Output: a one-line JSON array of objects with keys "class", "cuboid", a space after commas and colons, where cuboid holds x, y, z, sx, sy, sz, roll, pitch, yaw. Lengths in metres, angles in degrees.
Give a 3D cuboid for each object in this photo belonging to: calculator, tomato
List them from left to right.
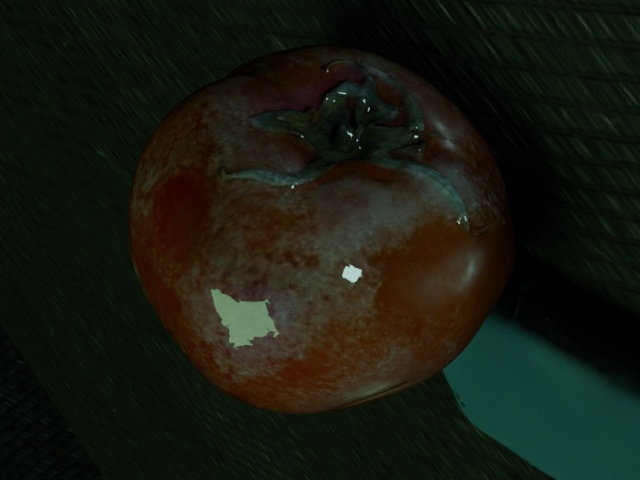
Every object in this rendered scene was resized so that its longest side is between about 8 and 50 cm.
[{"class": "tomato", "cuboid": [-0.003, 0.002, 1.011, 0.232, 0.232, 0.188, 40, 144, 27]}, {"class": "calculator", "cuboid": [0.165, 0.103, 1.080, 0.293, 0.051, 0.173, 30, 153, 44]}]
